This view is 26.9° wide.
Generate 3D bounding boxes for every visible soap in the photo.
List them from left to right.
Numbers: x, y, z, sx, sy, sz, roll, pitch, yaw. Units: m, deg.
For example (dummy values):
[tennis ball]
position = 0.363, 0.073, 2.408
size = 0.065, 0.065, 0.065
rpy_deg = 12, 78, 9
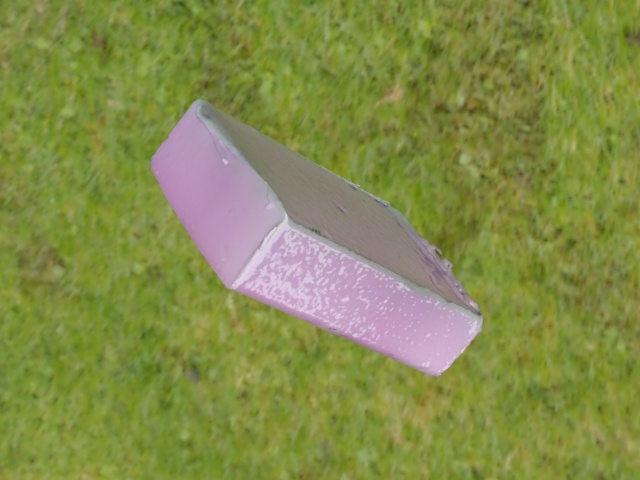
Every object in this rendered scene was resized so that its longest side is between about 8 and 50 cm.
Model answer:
[soap]
position = -0.001, 0.002, 1.093
size = 0.259, 0.181, 0.081
rpy_deg = 25, 109, -44
